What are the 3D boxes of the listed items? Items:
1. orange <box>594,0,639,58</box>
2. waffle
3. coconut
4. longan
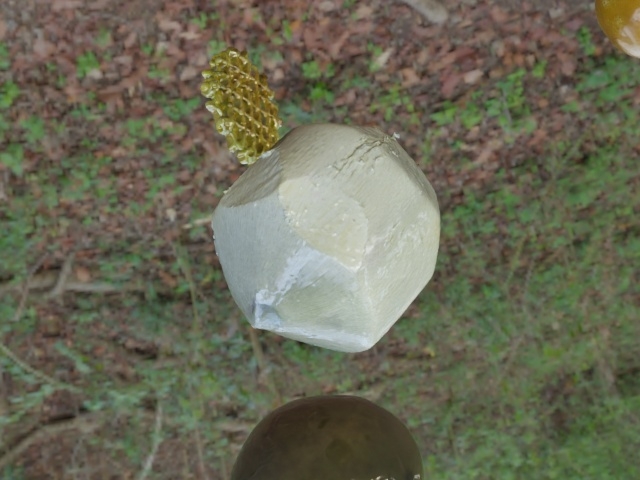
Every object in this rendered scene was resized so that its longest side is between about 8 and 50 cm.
[{"bbox_3d":[0.435,-0.311,1.224,0.158,0.159,0.136,-10,158,-6],"label":"orange"},{"bbox_3d":[-0.115,-0.200,1.432,0.038,0.191,0.191,-17,161,27],"label":"waffle"},{"bbox_3d":[0.000,0.000,1.071,0.247,0.245,0.245,-45,-178,-35],"label":"coconut"},{"bbox_3d":[0.009,0.387,1.473,0.318,0.319,0.319,-11,161,-4],"label":"longan"}]
